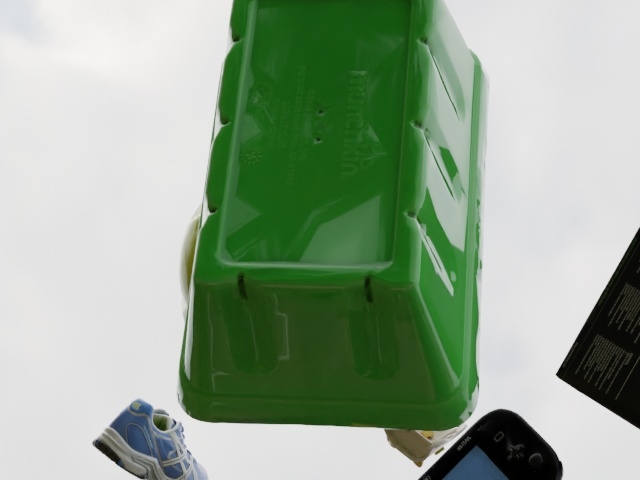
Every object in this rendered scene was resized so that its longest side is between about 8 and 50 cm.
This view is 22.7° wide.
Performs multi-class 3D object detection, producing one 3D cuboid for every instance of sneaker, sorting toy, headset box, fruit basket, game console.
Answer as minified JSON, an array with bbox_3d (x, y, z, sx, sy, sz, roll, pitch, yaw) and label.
[{"bbox_3d":[-0.186,0.255,1.924,0.080,0.081,0.211,31,-7,32],"label":"sneaker"},{"bbox_3d":[0.119,0.206,1.754,0.083,0.075,0.045,36,-42,39],"label":"sorting toy"},{"bbox_3d":[0.414,0.099,1.511,0.283,0.131,0.246,31,-82,29],"label":"headset box"},{"bbox_3d":[0.000,0.000,1.367,0.282,0.392,0.392,1,-56,8],"label":"fruit basket"},{"bbox_3d":[0.055,0.288,1.412,0.213,0.361,0.044,46,1,37],"label":"game console"}]
